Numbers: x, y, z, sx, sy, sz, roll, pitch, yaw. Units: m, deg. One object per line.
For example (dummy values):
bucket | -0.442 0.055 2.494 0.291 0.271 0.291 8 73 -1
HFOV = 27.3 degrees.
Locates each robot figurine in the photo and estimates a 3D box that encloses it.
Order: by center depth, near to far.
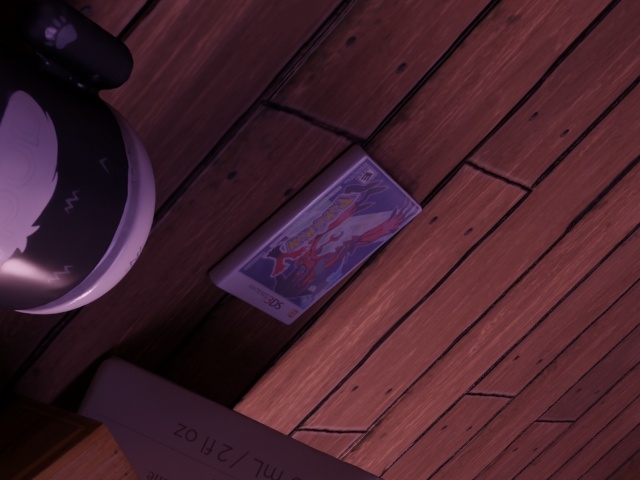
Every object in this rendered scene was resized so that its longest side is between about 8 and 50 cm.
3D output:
robot figurine | -0.231 -0.047 0.874 0.209 0.173 0.278 -15 161 23

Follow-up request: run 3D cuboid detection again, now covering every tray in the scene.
tray | -0.370 0.289 1.120 0.411 0.203 0.076 -37 111 -27

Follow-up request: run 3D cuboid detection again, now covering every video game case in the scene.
video game case | 0.000 0.000 1.383 0.201 0.023 0.183 -41 153 6

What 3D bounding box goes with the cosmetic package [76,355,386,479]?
cosmetic package | -0.109 0.385 1.364 0.393 0.330 0.327 -66 155 -9
